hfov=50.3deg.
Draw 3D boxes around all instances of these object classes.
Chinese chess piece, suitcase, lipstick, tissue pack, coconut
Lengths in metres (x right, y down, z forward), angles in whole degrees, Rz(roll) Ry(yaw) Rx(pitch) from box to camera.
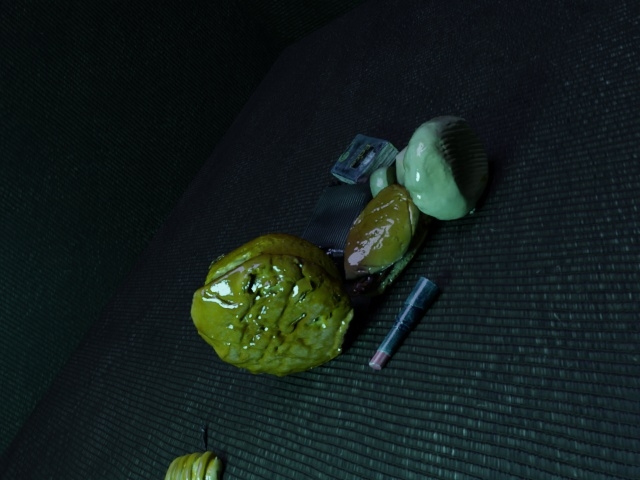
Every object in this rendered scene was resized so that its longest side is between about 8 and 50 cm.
[{"bbox_3d":[0.191,-0.134,1.874,0.058,0.144,0.144,-21,36,30],"label":"Chinese chess piece"},{"bbox_3d":[0.070,-0.035,1.916,0.202,0.128,0.312,-3,48,35],"label":"suitcase"},{"bbox_3d":[0.183,0.190,1.544,0.234,0.053,0.053,-54,25,-5],"label":"lipstick"},{"bbox_3d":[0.139,-0.254,2.213,0.173,0.073,0.235,-51,25,-1],"label":"tissue pack"},{"bbox_3d":[0.273,-0.195,1.833,0.152,0.147,0.147,-43,25,16],"label":"coconut"}]

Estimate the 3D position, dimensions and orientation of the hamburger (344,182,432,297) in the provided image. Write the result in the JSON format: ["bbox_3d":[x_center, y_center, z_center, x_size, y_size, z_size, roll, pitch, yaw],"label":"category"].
[{"bbox_3d":[0.173,-0.003,1.723,0.245,0.155,0.282,-26,38,26],"label":"hamburger"}]

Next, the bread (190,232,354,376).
[{"bbox_3d":[-0.106,0.165,1.676,0.398,0.398,0.215,-37,28,24],"label":"bread"}]

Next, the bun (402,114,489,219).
[{"bbox_3d":[0.290,-0.175,1.662,0.160,0.259,0.259,-14,42,42],"label":"bun"}]

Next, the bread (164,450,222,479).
[{"bbox_3d":[-0.329,0.603,1.756,0.177,0.084,0.119,-26,34,33],"label":"bread"}]

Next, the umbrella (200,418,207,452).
[{"bbox_3d":[-0.324,0.547,1.905,0.013,0.022,0.122,-21,39,0],"label":"umbrella"}]
